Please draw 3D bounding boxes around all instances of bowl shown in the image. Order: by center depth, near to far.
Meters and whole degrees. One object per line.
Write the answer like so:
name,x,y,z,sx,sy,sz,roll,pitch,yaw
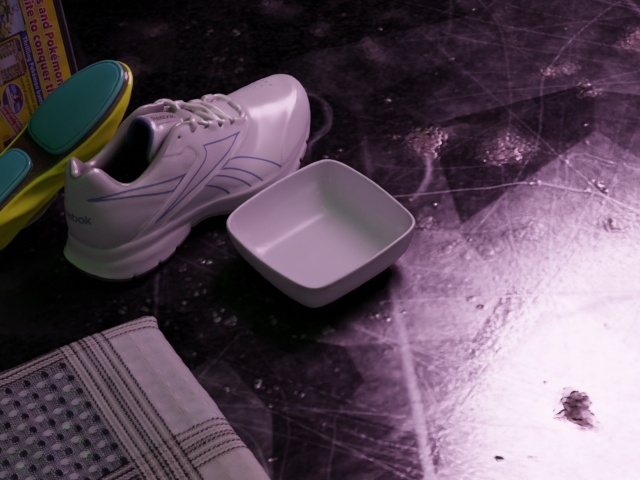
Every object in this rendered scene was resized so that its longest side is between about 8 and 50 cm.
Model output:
bowl,0.000,0.000,1.756,0.142,0.053,0.142,-32,50,-26

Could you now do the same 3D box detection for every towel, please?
towel,-0.212,0.213,1.549,0.312,0.056,0.324,-22,47,-17

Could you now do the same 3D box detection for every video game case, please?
video game case,-0.338,-0.128,1.760,0.248,0.274,0.035,-30,42,-24

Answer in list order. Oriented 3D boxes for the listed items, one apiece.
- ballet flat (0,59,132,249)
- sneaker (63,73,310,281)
ballet flat,-0.254,-0.073,1.792,0.231,0.077,0.077,-44,53,-1
sneaker,-0.119,-0.080,1.797,0.111,0.129,0.297,28,51,33
